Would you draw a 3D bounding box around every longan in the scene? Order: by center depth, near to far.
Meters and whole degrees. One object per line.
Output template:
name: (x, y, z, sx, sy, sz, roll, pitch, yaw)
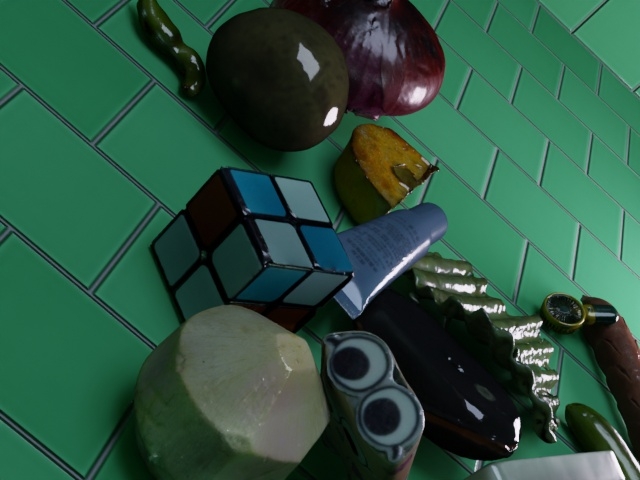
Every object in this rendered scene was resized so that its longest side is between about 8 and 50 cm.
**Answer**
longan: (-0.070, -0.263, 1.996, 0.246, 0.215, 0.246, 19, 18, -7)

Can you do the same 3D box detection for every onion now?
onion: (0.078, -0.384, 2.241, 0.347, 0.285, 0.348, 18, 34, -12)

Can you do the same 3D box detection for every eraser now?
eraser: (0.059, 0.228, 1.524, 0.087, 0.290, 0.171, -24, 69, -10)

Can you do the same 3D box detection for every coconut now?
coconut: (-0.102, 0.185, 1.415, 0.197, 0.237, 0.237, 8, 47, -44)

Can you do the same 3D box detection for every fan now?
fan: (0.485, 0.141, 2.311, 0.155, 0.039, 0.082, 3, 47, -14)

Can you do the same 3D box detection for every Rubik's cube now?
Rubik's cube: (-0.090, 0.025, 1.659, 0.183, 0.180, 0.167, 4, 50, -46)

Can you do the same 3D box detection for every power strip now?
power strip: (0.345, 0.370, 1.879, 0.385, 0.091, 0.062, 7, 51, -47)

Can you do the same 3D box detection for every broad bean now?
broad bean: (-0.246, -0.321, 1.998, 0.070, 0.048, 0.214, -10, 64, -55)

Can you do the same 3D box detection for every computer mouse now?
computer mouse: (0.159, 0.207, 1.808, 0.323, 0.116, 0.183, 48, 17, 31)

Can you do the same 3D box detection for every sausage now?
sausage: (0.574, 0.267, 2.286, 0.088, 0.088, 0.433, 21, 39, -36)

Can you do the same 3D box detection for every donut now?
donut: (0.097, -0.124, 2.137, 0.152, 0.101, 0.259, 48, 32, 3)

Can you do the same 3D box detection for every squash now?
squash: (0.498, 0.380, 2.077, 0.069, 0.069, 0.258, -4, 57, -52)

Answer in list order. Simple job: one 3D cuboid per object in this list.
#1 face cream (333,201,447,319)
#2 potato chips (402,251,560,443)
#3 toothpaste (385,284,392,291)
face cream: (0.091, 0.015, 1.892, 0.135, 0.086, 0.385, 48, 31, 9)
potato chips: (0.285, 0.152, 2.009, 0.373, 0.097, 0.389, 47, 12, 0)
toothpaste: (0.109, 0.086, 1.994, 0.024, 0.015, 0.083, 7, 53, -36)
